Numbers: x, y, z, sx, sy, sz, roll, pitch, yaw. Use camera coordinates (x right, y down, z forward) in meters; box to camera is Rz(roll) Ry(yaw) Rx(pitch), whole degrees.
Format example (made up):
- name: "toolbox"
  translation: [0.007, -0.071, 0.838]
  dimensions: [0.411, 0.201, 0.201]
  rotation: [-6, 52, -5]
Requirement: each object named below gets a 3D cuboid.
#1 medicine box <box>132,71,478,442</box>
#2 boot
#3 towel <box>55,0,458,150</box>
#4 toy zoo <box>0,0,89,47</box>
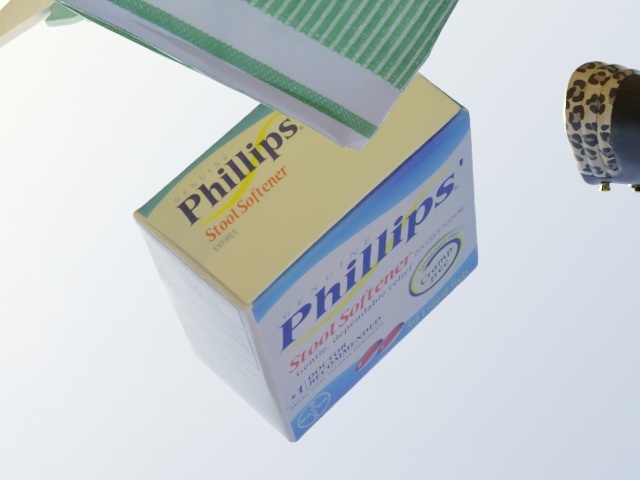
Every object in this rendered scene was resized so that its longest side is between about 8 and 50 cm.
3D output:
- name: "medicine box"
  translation: [0.000, 0.000, 1.454]
  dimensions: [0.263, 0.289, 0.149]
  rotation: [-43, -115, -15]
- name: "boot"
  translation: [0.447, -0.075, 1.787]
  dimensions: [0.284, 0.377, 0.138]
  rotation: [15, -104, 32]
- name: "towel"
  translation: [0.002, -0.239, 0.914]
  dimensions: [0.325, 0.248, 0.038]
  rotation: [-64, -156, 0]
- name: "toy zoo"
  translation: [-0.302, -0.299, 1.425]
  dimensions: [0.192, 0.293, 0.030]
  rotation: [-46, 177, -6]
